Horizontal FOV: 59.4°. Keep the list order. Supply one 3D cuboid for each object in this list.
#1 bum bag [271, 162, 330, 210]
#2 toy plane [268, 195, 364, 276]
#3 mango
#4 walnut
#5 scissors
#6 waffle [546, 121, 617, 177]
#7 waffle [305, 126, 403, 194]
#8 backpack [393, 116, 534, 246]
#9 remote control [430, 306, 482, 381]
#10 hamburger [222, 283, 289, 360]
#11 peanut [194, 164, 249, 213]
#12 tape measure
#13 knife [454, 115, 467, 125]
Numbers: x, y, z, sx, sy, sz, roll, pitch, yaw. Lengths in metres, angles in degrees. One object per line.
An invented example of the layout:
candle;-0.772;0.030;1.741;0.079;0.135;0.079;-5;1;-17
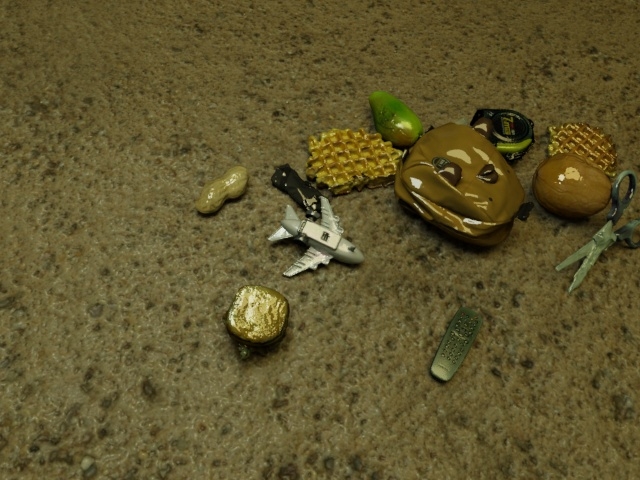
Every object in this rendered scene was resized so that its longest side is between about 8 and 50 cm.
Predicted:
bum bag;-0.060;-0.152;1.606;0.197;0.049;0.087;41;55;18
toy plane;0.000;-0.002;1.486;0.255;0.101;0.251;23;68;7
mango;0.226;-0.381;1.766;0.125;0.111;0.233;-25;62;-28
walnut;0.739;-0.159;1.657;0.225;0.193;0.193;20;55;-10
scissors;0.796;-0.005;1.586;0.383;0.256;0.029;-38;26;-17
waffle;0.858;-0.292;1.844;0.243;0.059;0.238;4;59;-4
waffle;0.096;-0.231;1.676;0.309;0.065;0.283;23;56;9
backpack;0.410;-0.163;1.593;0.378;0.201;0.353;35;56;7
remote control;0.337;0.258;1.402;0.072;0.042;0.222;31;57;12
hamburger;-0.152;0.197;1.320;0.159;0.131;0.185;22;63;-4
peanut;-0.268;-0.139;1.550;0.187;0.082;0.082;-36;69;-27
tape measure;0.580;-0.325;1.785;0.186;0.112;0.199;2;62;1
knife;0.407;-0.327;1.813;0.047;0.017;0.298;34;59;18
